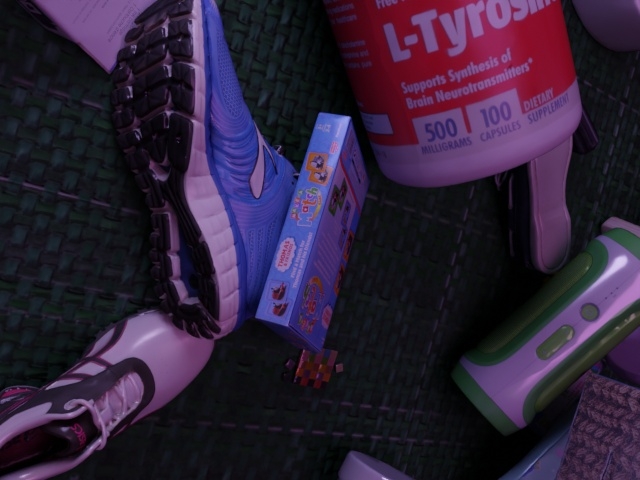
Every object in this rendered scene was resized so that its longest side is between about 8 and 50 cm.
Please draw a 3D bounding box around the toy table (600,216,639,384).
[{"bbox_3d":[0.541,0.074,1.010,0.274,0.252,0.160,-44,134,-28],"label":"toy table"}]

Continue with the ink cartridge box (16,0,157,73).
[{"bbox_3d":[-0.197,-0.287,0.575,0.206,0.045,0.208,-59,153,-10],"label":"ink cartridge box"}]

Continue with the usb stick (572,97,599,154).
[{"bbox_3d":[0.302,-0.232,0.901,0.045,0.077,0.278,-30,119,17],"label":"usb stick"}]

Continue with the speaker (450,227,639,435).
[{"bbox_3d":[0.318,0.120,0.888,0.296,0.131,0.131,-43,119,4],"label":"speaker"}]

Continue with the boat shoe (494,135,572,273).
[{"bbox_3d":[0.290,-0.082,0.912,0.095,0.079,0.254,-20,110,-29],"label":"boat shoe"}]

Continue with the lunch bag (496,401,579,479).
[{"bbox_3d":[0.356,0.390,0.975,0.223,0.160,0.262,-37,120,-16],"label":"lunch bag"}]

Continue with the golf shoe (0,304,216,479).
[{"bbox_3d":[-0.205,0.155,0.625,0.273,0.120,0.105,-29,110,-26],"label":"golf shoe"}]

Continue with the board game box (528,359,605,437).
[{"bbox_3d":[0.358,0.213,1.021,0.154,0.026,0.103,-47,118,-8],"label":"board game box"}]

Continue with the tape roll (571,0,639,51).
[{"bbox_3d":[0.481,-0.421,0.962,0.286,0.100,0.286,-6,102,-30],"label":"tape roll"}]

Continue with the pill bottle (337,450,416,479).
[{"bbox_3d":[0.030,0.404,0.784,0.162,0.162,0.278,32,81,-31],"label":"pill bottle"}]

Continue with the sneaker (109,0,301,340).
[{"bbox_3d":[-0.103,-0.078,0.662,0.147,0.130,0.329,-18,105,-49],"label":"sneaker"}]

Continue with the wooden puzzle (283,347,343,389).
[{"bbox_3d":[-0.008,0.152,0.810,0.083,0.006,0.049,19,88,-32],"label":"wooden puzzle"}]

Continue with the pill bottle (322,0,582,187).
[{"bbox_3d":[0.110,-0.279,0.681,0.229,0.229,0.407,-31,112,-24],"label":"pill bottle"}]

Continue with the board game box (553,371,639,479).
[{"bbox_3d":[0.450,0.325,0.841,0.291,0.141,0.232,20,87,-26],"label":"board game box"}]

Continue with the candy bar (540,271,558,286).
[{"bbox_3d":[0.376,0.118,1.032,0.040,0.018,0.161,-37,115,-20],"label":"candy bar"}]

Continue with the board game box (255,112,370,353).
[{"bbox_3d":[0.000,0.000,0.694,0.160,0.039,0.211,60,44,-69],"label":"board game box"}]
